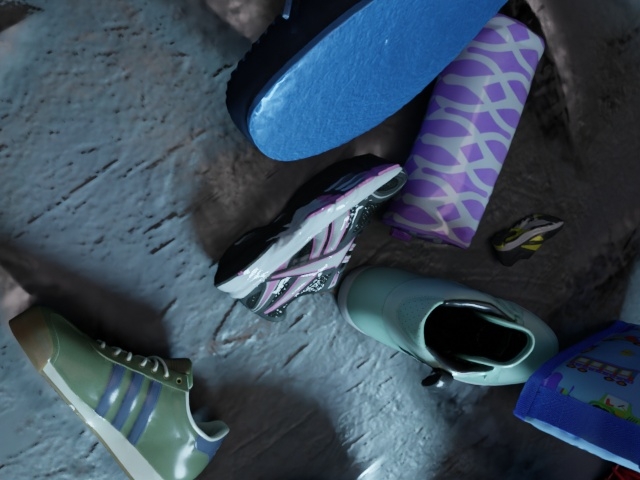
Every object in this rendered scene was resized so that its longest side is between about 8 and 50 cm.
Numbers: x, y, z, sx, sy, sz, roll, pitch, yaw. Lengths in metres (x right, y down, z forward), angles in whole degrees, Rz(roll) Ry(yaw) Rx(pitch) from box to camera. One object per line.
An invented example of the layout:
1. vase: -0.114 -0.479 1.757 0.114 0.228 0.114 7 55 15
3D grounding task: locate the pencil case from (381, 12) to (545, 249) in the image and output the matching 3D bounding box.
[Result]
1. pencil case: 0.121 -0.094 0.469 0.087 0.088 0.205 21 90 -26

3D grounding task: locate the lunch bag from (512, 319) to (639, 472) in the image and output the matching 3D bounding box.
1. lunch bag: 0.321 0.160 0.456 0.293 0.221 0.138 13 94 -48

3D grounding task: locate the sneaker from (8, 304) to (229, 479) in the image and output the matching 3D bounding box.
1. sneaker: -0.145 0.113 0.420 0.086 0.064 0.192 -36 109 -20

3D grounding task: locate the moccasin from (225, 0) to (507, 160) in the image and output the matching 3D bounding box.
1. moccasin: 0.061 -0.197 0.407 0.342 0.137 0.117 -40 65 -9

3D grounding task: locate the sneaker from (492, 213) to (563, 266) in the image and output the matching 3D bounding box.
1. sneaker: 0.214 -0.001 0.553 0.083 0.031 0.035 -21 119 -12

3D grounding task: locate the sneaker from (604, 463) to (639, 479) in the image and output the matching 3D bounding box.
1. sneaker: 0.354 0.307 0.622 0.128 0.087 0.221 13 92 -23

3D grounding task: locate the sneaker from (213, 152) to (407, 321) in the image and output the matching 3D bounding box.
1. sneaker: 0.000 0.000 0.452 0.178 0.072 0.077 -36 118 6

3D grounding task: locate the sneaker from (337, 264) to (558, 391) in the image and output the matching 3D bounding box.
1. sneaker: 0.153 0.097 0.477 0.256 0.151 0.094 19 90 -23
